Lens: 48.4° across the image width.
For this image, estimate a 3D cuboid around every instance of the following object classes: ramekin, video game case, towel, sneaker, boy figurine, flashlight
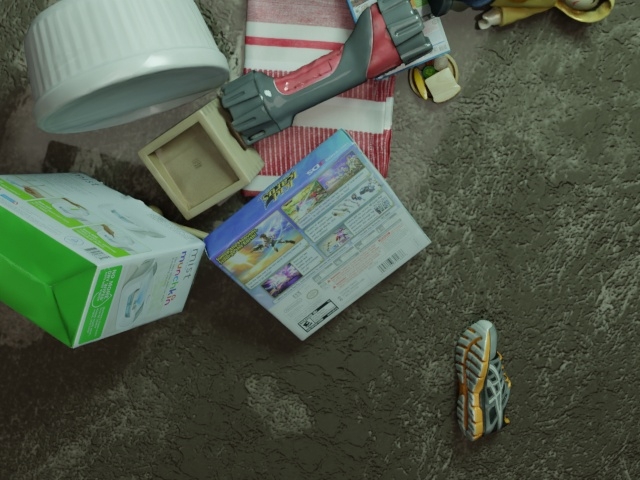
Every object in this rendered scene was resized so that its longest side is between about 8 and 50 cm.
[{"bbox_3d":[-0.269,-0.247,0.967,0.273,0.273,0.127,-18,92,2],"label":"ramekin"},{"bbox_3d":[0.000,0.000,1.098,0.269,0.061,0.244,-38,129,6],"label":"video game case"},{"bbox_3d":[-0.002,-0.223,1.099,0.237,0.037,0.329,3,105,-3],"label":"towel"},{"bbox_3d":[0.108,-0.335,1.046,0.119,0.015,0.166,-21,105,4],"label":"video game case"},{"bbox_3d":[0.284,0.235,1.218,0.083,0.084,0.214,-5,109,-16],"label":"sneaker"},{"bbox_3d":[0.293,-0.364,1.025,0.285,0.177,0.092,0,67,-20],"label":"boy figurine"},{"bbox_3d":[0.003,-0.251,1.017,0.304,0.103,0.103,-21,142,14],"label":"flashlight"}]

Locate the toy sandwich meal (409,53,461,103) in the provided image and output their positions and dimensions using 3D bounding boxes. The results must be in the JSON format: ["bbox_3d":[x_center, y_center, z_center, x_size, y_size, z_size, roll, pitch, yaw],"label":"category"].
[{"bbox_3d":[0.179,-0.252,1.103,0.086,0.029,0.085,-1,105,-3],"label":"toy sandwich meal"}]

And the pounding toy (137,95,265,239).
[{"bbox_3d":[-0.193,-0.087,1.098,0.206,0.094,0.181,-28,107,23],"label":"pounding toy"}]

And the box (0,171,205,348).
[{"bbox_3d":[-0.339,0.009,0.990,0.262,0.231,0.126,27,107,19],"label":"box"}]
